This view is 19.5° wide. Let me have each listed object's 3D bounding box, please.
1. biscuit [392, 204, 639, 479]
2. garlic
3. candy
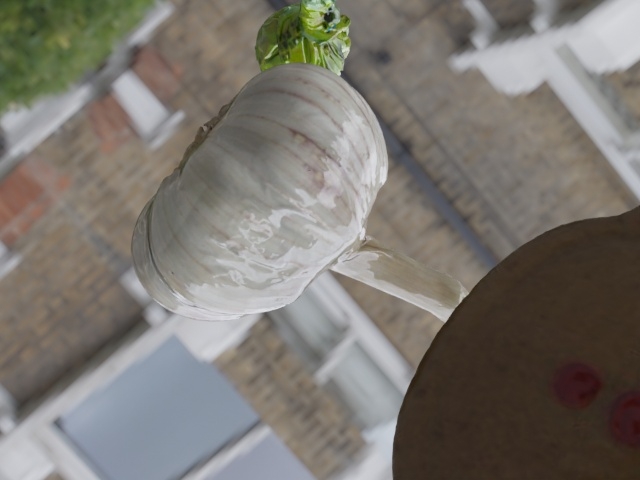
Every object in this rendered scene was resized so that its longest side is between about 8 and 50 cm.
[{"bbox_3d":[0.239,0.138,1.104,0.359,0.381,0.074,-55,156,-16],"label":"biscuit"},{"bbox_3d":[0.000,0.000,1.262,0.199,0.226,0.199,-52,-170,13],"label":"garlic"},{"bbox_3d":[0.001,-0.195,1.370,0.262,0.073,0.077,105,-20,-54],"label":"candy"}]
